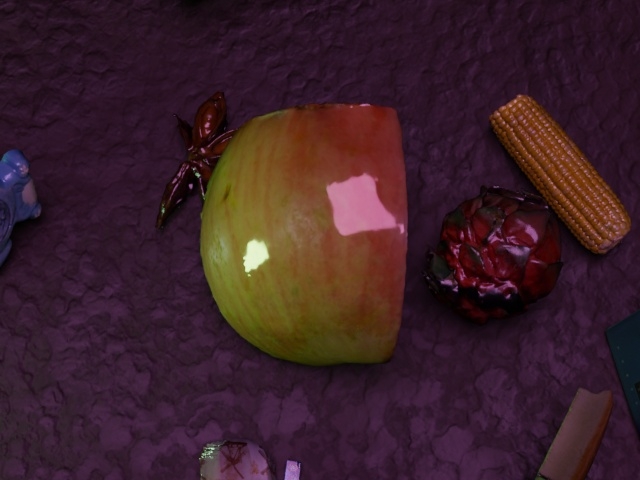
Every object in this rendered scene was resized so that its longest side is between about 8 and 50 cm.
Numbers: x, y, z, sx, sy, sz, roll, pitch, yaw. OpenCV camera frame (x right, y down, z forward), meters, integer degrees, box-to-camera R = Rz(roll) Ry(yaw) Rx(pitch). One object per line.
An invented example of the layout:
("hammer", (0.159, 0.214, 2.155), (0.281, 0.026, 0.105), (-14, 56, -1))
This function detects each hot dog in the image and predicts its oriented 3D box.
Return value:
("hot dog", (-0.101, 0.344, 1.761), (0.108, 0.059, 0.191), (5, 65, -17))

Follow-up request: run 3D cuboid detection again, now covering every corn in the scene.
("corn", (0.325, -0.092, 1.884), (0.081, 0.081, 0.248), (-34, 76, -9))

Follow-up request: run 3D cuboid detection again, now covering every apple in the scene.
("apple", (0.000, 0.000, 1.787), (0.314, 0.252, 0.309), (-8, 72, 32))

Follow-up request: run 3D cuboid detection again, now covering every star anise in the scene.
("star anise", (-0.135, -0.107, 1.900), (0.157, 0.053, 0.212), (9, 72, 3))

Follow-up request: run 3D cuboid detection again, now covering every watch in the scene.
("watch", (-0.497, -0.063, 1.837), (0.193, 0.211, 0.211), (33, 75, 27))

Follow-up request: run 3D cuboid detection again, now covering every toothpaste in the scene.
("toothpaste", (-0.039, 0.325, 1.793), (0.020, 0.017, 0.083), (7, 73, 1))

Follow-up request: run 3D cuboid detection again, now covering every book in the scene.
("book", (0.451, 0.159, 1.718), (0.025, 0.269, 0.191), (-9, 72, -21))

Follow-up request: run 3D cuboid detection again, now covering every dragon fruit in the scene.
("dragon fruit", (0.229, 0.018, 1.809), (0.182, 0.182, 0.189), (36, 95, 10))

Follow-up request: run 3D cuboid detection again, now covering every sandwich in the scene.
("sandwich", (0.292, 0.318, 1.749), (0.063, 0.245, 0.212), (27, 41, 12))
